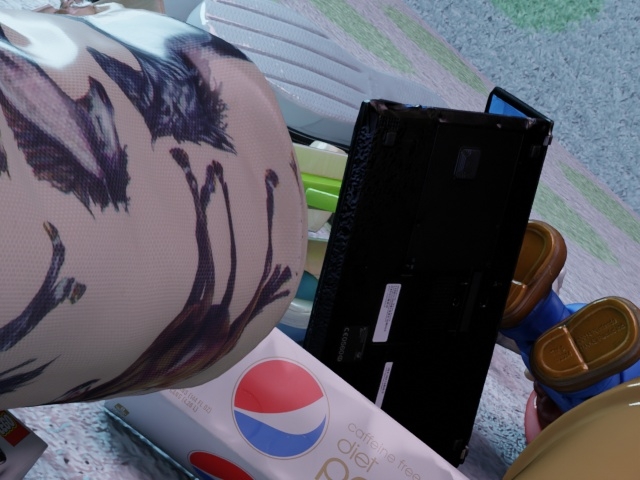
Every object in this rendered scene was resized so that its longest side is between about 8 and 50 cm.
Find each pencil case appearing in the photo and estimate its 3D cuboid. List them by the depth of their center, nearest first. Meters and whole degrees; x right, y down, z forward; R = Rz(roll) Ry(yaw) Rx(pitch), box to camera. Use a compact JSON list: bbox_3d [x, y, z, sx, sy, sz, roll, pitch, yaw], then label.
[{"bbox_3d":[-0.155,-0.026,0.574,0.410,0.160,0.183,3,61,-66],"label":"pencil case"}]

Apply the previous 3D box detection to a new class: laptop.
[{"bbox_3d":[0.050,0.017,1.042,0.264,0.234,0.137,1,17,-45],"label":"laptop"}]

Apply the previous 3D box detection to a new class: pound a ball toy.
[{"bbox_3d":[0.000,0.000,1.236,0.208,0.135,0.319,19,5,24],"label":"pound a ball toy"}]

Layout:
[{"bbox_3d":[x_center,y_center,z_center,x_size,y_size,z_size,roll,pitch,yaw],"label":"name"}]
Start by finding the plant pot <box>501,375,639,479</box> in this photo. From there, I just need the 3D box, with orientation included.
[{"bbox_3d":[0.152,0.207,0.711,0.203,0.291,0.291,-8,48,-49],"label":"plant pot"}]

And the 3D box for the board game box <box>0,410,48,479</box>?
[{"bbox_3d":[-0.228,0.069,0.550,0.193,0.053,0.305,40,15,1],"label":"board game box"}]

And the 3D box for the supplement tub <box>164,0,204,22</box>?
[{"bbox_3d":[-0.155,-0.274,1.554,0.144,0.144,0.199,21,24,-52],"label":"supplement tub"}]

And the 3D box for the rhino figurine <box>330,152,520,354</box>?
[{"bbox_3d":[0.107,0.016,1.503,0.243,0.073,0.106,46,19,16],"label":"rhino figurine"}]

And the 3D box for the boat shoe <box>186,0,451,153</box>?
[{"bbox_3d":[-0.012,-0.118,1.526,0.335,0.119,0.121,24,47,-40],"label":"boat shoe"}]

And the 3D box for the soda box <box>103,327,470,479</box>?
[{"bbox_3d":[-0.005,0.119,0.875,0.216,0.074,0.069,38,-29,-6],"label":"soda box"}]

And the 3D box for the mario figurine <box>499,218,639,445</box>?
[{"bbox_3d":[0.220,0.077,1.244,0.320,0.170,0.198,51,32,-63],"label":"mario figurine"}]
